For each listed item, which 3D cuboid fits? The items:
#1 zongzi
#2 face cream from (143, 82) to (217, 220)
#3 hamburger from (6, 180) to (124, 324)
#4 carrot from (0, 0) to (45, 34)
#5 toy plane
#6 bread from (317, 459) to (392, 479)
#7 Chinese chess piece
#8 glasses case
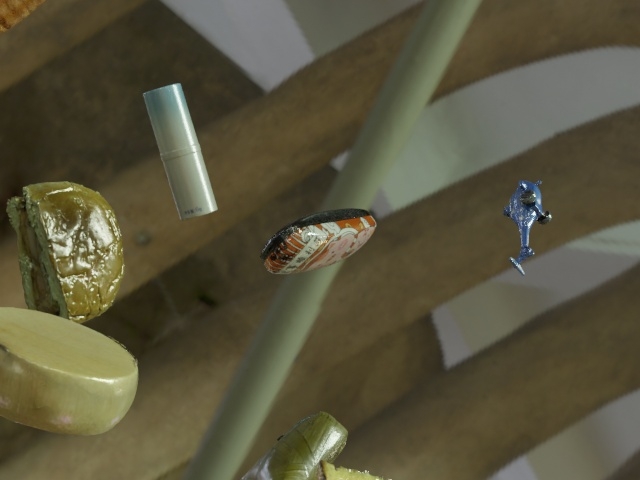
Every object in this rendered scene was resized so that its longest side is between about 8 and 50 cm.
[{"bbox_3d":[-0.031,0.415,2.337,0.115,0.228,0.256,49,-16,1],"label":"zongzi"},{"bbox_3d":[-0.265,-0.167,2.328,0.077,0.077,0.250,-7,-79,50],"label":"face cream"},{"bbox_3d":[-0.483,0.025,2.415,0.132,0.211,0.309,0,-74,39],"label":"hamburger"},{"bbox_3d":[-0.427,-0.343,1.725,0.072,0.205,0.072,57,4,-6],"label":"carrot"},{"bbox_3d":[0.276,-0.024,1.672,0.062,0.167,0.054,-25,-56,28],"label":"toy plane"},{"bbox_3d":[0.074,0.455,1.967,0.260,0.129,0.134,25,-63,-29],"label":"bread"},{"bbox_3d":[-0.381,0.183,1.730,0.250,0.097,0.251,20,9,-3],"label":"Chinese chess piece"},{"bbox_3d":[0.000,0.000,1.970,0.067,0.266,0.103,51,-62,16],"label":"glasses case"}]
